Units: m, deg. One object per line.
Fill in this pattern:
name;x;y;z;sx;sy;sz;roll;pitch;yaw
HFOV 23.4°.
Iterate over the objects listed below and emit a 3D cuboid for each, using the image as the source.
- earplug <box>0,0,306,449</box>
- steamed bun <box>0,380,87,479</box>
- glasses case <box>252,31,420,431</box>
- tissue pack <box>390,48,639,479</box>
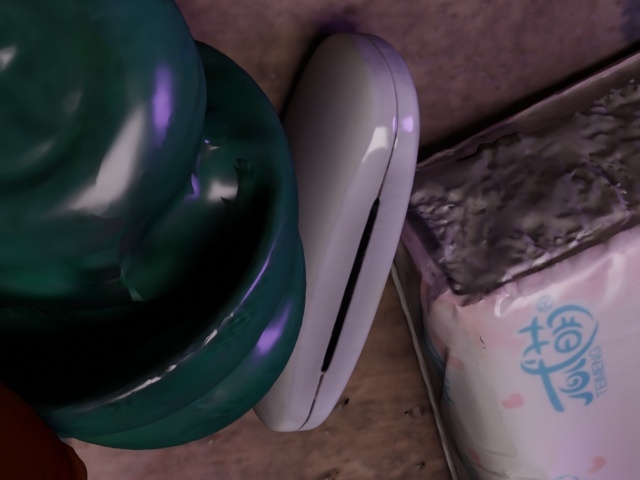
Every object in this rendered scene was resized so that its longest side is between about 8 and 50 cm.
earplug;-0.069;-0.045;0.590;0.257;0.163;0.280;-60;154;-26
steamed bun;-0.267;0.168;0.510;0.248;0.235;0.379;24;140;-35
glasses case;0.000;0.000;0.685;0.049;0.074;0.193;0;125;-23
tissue pack;0.152;0.054;0.777;0.201;0.124;0.271;-28;132;-10
